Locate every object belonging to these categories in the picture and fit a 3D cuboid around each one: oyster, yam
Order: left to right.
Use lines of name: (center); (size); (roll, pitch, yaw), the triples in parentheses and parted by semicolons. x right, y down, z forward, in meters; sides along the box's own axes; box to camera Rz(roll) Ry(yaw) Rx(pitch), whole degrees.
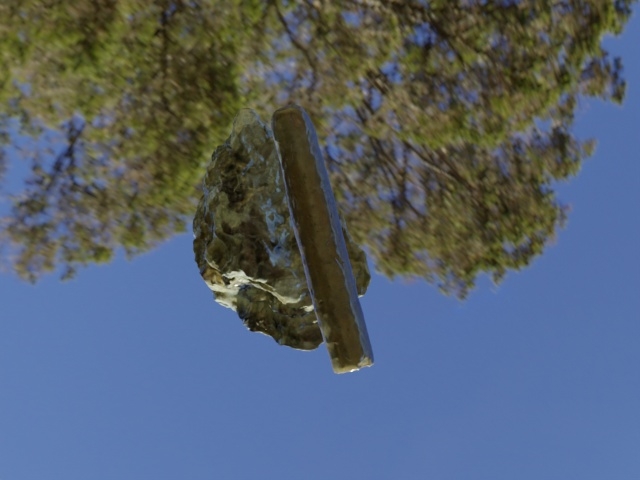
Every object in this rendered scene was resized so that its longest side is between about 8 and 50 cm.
oyster: (-0.038, -0.004, 1.011); (0.125, 0.064, 0.177); (-40, -97, -11)
yam: (0.000, 0.000, 0.560); (0.021, 0.021, 0.116); (-13, -84, 15)
